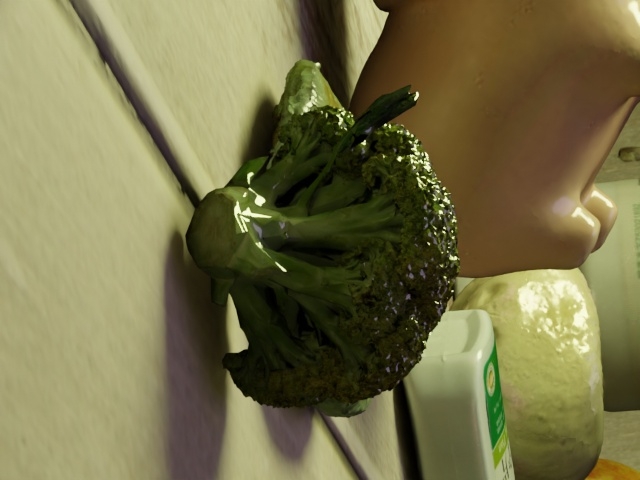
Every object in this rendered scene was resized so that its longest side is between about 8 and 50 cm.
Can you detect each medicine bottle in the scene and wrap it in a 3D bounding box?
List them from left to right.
[{"bbox_3d":[0.100,0.148,1.416,0.119,0.069,0.183,-74,157,-70],"label":"medicine bottle"},{"bbox_3d":[0.297,0.047,1.787,0.208,0.339,0.208,-6,90,-80],"label":"medicine bottle"}]

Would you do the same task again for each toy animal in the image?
[{"bbox_3d":[0.105,-0.144,1.242,0.326,0.269,0.237,-65,172,8],"label":"toy animal"}]

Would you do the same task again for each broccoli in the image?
[{"bbox_3d":[0.001,0.006,0.857,0.120,0.131,0.130,10,72,-37],"label":"broccoli"}]

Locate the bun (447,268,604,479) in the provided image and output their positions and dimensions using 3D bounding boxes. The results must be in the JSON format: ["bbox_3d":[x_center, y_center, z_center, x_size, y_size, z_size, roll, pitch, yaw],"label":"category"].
[{"bbox_3d":[0.149,0.111,1.559,0.193,0.128,0.178,90,-3,-66],"label":"bun"}]

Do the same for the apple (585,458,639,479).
[{"bbox_3d":[0.219,0.273,1.654,0.196,0.196,0.196,-6,90,-80],"label":"apple"}]

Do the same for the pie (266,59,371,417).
[{"bbox_3d":[0.000,0.000,1.031,0.187,0.041,0.187,-6,90,-79],"label":"pie"}]
